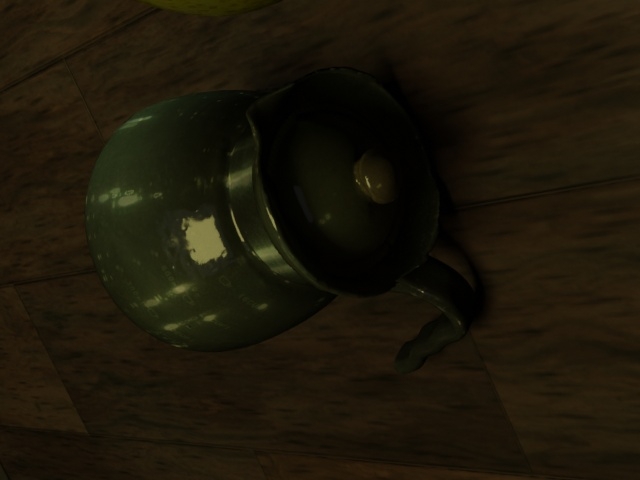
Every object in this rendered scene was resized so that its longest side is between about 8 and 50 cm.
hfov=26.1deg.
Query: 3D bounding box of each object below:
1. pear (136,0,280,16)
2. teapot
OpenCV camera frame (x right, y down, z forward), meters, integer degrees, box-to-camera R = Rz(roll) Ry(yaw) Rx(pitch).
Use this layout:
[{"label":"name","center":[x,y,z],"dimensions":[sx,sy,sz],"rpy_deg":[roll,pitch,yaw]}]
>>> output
[{"label":"pear","center":[-0.075,-0.289,0.863],"dimensions":[0.304,0.304,0.304],"rpy_deg":[36,142,34]},{"label":"teapot","center":[-0.018,0.005,1.118],"dimensions":[0.285,0.223,0.305],"rpy_deg":[-15,101,52]}]
